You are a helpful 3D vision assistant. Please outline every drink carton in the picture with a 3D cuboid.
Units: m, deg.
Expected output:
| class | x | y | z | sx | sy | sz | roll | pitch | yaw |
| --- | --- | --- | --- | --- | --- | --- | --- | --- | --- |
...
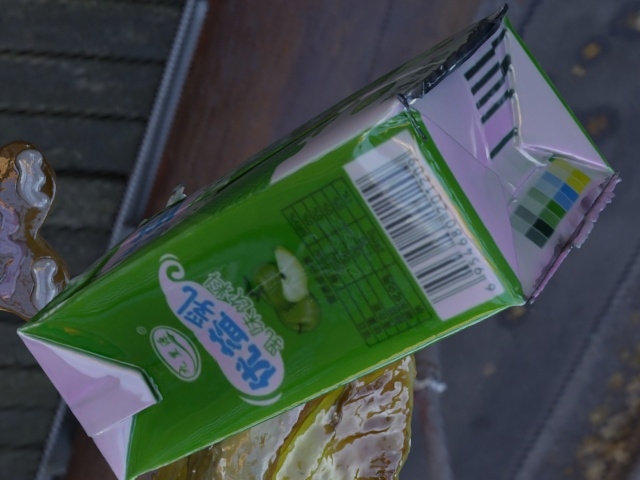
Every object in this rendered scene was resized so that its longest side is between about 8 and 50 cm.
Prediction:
| class | x | y | z | sx | sy | sz | roll | pitch | yaw |
| --- | --- | --- | --- | --- | --- | --- | --- | --- | --- |
| drink carton | 0.000 | 0.000 | 0.809 | 0.271 | 0.161 | 0.108 | -27 | 99 | 33 |

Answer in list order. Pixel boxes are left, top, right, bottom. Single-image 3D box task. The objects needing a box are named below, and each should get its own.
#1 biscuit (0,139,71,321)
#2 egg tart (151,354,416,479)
| class | x | y | z | sx | sy | sz | roll | pitch | yaw |
| --- | --- | --- | --- | --- | --- | --- | --- | --- | --- |
| biscuit | -0.262 | 0.011 | 1.024 | 0.205 | 0.031 | 0.138 | -5 | 106 | 0 |
| egg tart | -0.041 | 0.192 | 1.392 | 0.341 | 0.132 | 0.341 | -40 | 142 | -41 |
